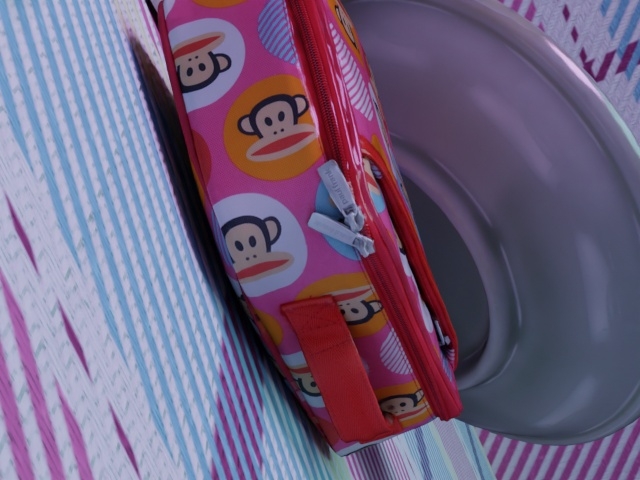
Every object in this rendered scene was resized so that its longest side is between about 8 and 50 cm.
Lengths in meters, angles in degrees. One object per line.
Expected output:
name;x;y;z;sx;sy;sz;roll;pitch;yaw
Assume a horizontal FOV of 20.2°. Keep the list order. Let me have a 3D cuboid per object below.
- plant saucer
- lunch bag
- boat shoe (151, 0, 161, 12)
plant saucer;0.082;0.001;1.347;0.400;0.100;0.400;32;-40;31
lunch bag;0.000;0.000;1.099;0.293;0.120;0.258;64;10;-56
boat shoe;-0.100;-0.234;1.258;0.095;0.079;0.254;56;12;-70
